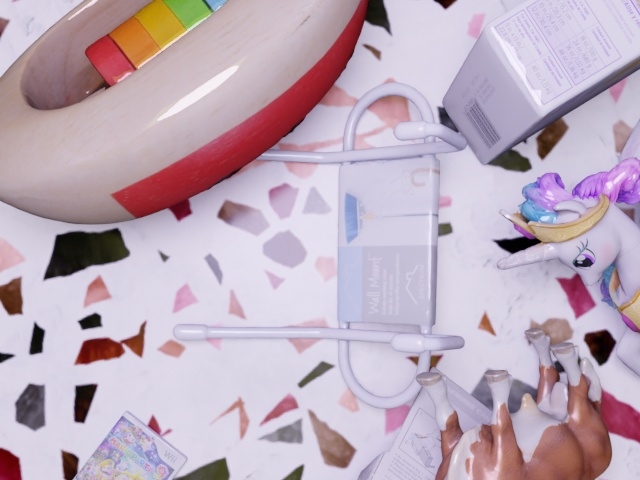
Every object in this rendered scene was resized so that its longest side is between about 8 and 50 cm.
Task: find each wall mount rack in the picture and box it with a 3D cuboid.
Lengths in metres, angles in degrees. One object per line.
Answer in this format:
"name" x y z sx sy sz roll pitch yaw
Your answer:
"wall mount rack" 0.000 0.000 0.769 0.304 0.130 0.350 -2 84 33

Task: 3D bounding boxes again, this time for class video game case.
"video game case" -0.217 0.262 0.805 0.087 0.011 0.122 37 87 3

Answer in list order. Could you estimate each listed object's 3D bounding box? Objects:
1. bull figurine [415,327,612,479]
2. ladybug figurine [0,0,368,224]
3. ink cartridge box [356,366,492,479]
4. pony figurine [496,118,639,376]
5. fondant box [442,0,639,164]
"bull figurine" 0.179 0.203 0.693 0.101 0.310 0.189 -4 96 44
"ladybug figurine" -0.127 -0.168 0.723 0.449 0.162 0.305 -35 43 -1
"ink cartridge box" 0.170 0.313 0.734 0.296 0.066 0.261 37 43 3
"pony figurine" 0.392 -0.003 0.711 0.363 0.303 0.351 43 96 -12
"fondant box" 0.296 -0.215 0.717 0.330 0.238 0.096 -33 86 -1
